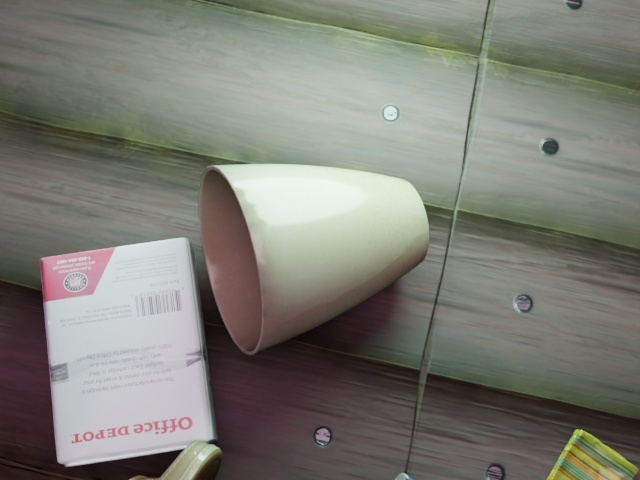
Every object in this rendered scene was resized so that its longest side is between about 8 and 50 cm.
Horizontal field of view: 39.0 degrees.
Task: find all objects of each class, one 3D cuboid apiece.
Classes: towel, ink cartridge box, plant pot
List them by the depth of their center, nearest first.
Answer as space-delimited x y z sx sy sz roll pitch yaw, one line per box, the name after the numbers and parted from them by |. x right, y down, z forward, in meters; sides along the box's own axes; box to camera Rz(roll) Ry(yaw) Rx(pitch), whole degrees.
0.000 0.000 1.249 0.274 0.256 0.256 -13 77 -22 | plant pot
-0.263 0.155 1.251 0.207 0.117 0.283 -8 77 -3 | ink cartridge box
0.344 0.389 1.261 0.102 0.021 0.237 33 79 7 | towel

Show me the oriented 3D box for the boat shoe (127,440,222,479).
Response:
-0.241 0.359 1.173 0.098 0.109 0.302 43 109 15 | boat shoe

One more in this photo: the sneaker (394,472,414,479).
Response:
0.185 0.433 1.137 0.182 0.315 0.127 15 119 -9 | sneaker
